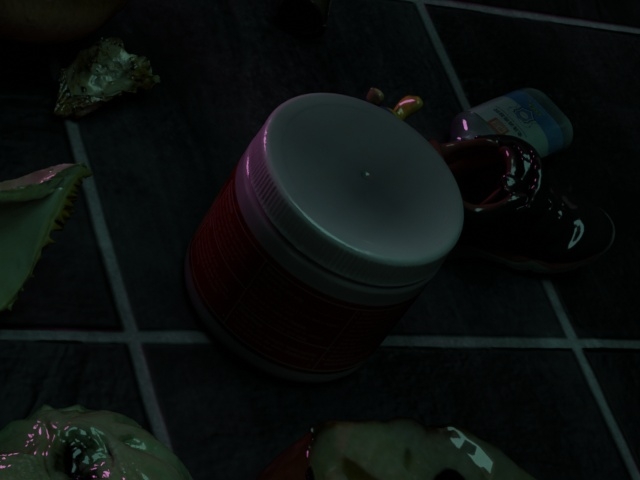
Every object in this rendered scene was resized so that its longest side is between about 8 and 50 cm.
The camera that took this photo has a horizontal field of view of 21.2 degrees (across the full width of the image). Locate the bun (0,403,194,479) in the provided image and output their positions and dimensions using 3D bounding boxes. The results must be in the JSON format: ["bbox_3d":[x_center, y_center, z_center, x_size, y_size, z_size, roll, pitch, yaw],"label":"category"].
[{"bbox_3d":[-0.183,0.215,1.270,0.221,0.108,0.221,19,44,-19],"label":"bun"}]

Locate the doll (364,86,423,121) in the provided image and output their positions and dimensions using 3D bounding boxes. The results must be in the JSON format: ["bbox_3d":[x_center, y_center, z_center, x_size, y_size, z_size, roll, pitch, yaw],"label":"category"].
[{"bbox_3d":[0.049,-0.105,1.753,0.179,0.102,0.089,-21,22,-40],"label":"doll"}]

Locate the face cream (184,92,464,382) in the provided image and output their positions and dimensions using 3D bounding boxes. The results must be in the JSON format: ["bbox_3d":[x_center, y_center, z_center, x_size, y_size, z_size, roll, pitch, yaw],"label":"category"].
[{"bbox_3d":[0.000,0.000,1.535,0.201,0.187,0.201,18,43,-18],"label":"face cream"}]

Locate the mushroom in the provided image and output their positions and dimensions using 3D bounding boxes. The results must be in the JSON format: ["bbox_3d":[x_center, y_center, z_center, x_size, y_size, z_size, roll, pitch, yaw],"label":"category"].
[{"bbox_3d":[-0.304,-0.285,1.640,0.278,0.146,0.278,12,40,-11],"label":"mushroom"}]

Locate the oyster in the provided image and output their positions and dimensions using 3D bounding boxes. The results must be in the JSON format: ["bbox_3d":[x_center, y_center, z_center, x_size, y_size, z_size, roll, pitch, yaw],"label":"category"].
[{"bbox_3d":[-0.217,-0.158,1.662,0.132,0.029,0.086,-15,55,-38],"label":"oyster"}]

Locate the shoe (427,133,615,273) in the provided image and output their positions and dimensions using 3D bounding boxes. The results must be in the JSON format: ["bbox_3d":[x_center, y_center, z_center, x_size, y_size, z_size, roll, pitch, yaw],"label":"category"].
[{"bbox_3d":[0.186,-0.048,1.743,0.291,0.137,0.114,6,49,-31],"label":"shoe"}]

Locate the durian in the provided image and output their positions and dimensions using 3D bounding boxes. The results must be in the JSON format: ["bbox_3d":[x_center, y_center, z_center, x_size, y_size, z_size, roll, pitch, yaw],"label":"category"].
[{"bbox_3d":[-0.306,-0.004,1.377,0.252,0.139,0.144,-8,52,-38],"label":"durian"}]

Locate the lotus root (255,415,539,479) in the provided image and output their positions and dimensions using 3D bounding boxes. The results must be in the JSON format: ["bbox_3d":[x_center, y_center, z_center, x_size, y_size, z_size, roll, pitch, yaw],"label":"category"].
[{"bbox_3d":[0.090,0.315,1.364,0.375,0.111,0.390,39,38,3],"label":"lotus root"}]

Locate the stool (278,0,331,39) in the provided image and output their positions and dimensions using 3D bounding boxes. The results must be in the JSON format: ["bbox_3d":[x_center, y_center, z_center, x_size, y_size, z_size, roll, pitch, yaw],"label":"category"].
[{"bbox_3d":[-0.029,-0.427,1.822,0.310,0.310,0.226,34,44,-15],"label":"stool"}]

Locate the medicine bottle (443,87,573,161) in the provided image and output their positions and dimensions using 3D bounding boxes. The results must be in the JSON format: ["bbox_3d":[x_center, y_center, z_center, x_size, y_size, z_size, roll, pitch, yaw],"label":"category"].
[{"bbox_3d":[0.192,-0.110,1.868,0.208,0.054,0.090,-24,67,-45],"label":"medicine bottle"}]
